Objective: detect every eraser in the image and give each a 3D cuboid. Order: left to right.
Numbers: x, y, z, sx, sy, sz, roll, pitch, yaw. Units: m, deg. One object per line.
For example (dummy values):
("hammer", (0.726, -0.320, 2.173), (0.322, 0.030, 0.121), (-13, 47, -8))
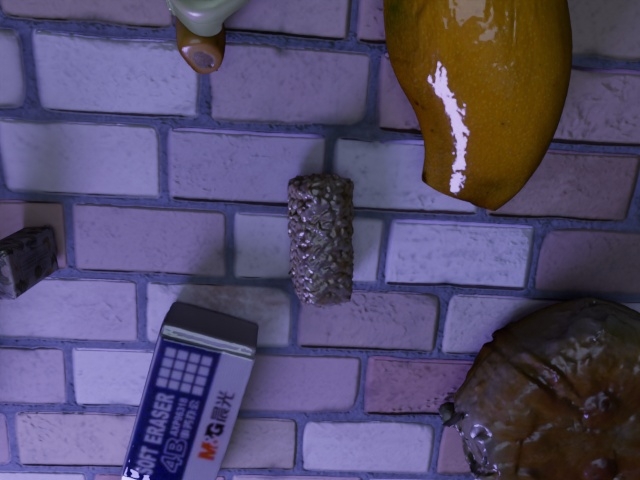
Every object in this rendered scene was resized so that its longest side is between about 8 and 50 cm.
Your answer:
("eraser", (-0.177, 0.230, 0.819), (0.124, 0.081, 0.279), (16, 107, -9))

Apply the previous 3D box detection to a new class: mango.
("mango", (0.171, -0.199, 0.666), (0.187, 0.144, 0.359), (-13, 115, 14))

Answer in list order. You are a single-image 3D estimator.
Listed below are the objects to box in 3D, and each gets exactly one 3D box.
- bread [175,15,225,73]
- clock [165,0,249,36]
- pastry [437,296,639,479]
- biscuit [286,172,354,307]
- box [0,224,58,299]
("bread", (-0.131, -0.239, 0.686), (0.049, 0.103, 0.062), (-16, 152, 13))
("clock", (-0.078, -0.330, 0.623), (0.232, 0.069, 0.170), (-34, 89, -5))
("pastry", (0.338, 0.232, 0.819), (0.329, 0.136, 0.330), (-1, 107, -4))
("biscuit", (0.000, 0.000, 0.760), (0.082, 0.070, 0.169), (-3, 107, -11))
("box", (-0.355, 0.025, 0.730), (0.045, 0.098, 0.062), (-2, 110, 8))
